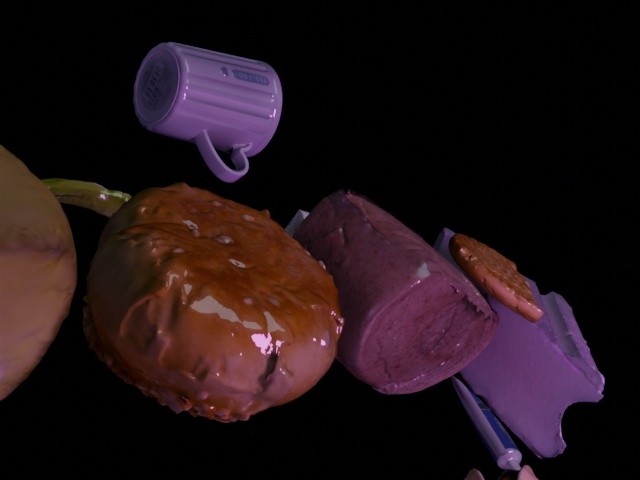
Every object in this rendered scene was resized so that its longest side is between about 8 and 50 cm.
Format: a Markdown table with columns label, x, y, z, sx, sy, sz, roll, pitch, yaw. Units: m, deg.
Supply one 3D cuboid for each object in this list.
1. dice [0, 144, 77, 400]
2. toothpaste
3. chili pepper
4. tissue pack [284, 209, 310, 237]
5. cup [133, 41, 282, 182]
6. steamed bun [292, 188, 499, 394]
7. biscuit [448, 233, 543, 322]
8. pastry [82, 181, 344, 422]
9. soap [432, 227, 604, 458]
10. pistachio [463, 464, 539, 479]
| label | x | y | z | sx | sy | sz | roll | pitch | yaw |
| --- | --- | --- | --- | --- | --- | --- | --- | --- | --- |
| dice | -0.367 | 0.029 | 0.956 | 0.227 | 0.233 | 0.238 | 39 | 20 | 19 |
| toothpaste | 0.234 | 0.259 | 1.611 | 0.057 | 0.035 | 0.197 | 42 | 10 | -35 |
| chili pepper | -0.326 | -0.059 | 1.498 | 0.208 | 0.043 | 0.049 | 9 | 56 | -38 |
| tissue pack | 0.000 | 0.000 | 1.809 | 0.094 | 0.059 | 0.074 | 19 | 26 | -32 |
| cup | -0.177 | -0.221 | 1.899 | 0.202 | 0.167 | 0.221 | 9 | 30 | -43 |
| steamed bun | 0.083 | 0.083 | 1.550 | 0.251 | 0.199 | 0.301 | 43 | 7 | 35 |
| biscuit | 0.238 | 0.045 | 1.615 | 0.144 | 0.033 | 0.224 | 32 | 12 | -10 |
| pastry | -0.125 | 0.082 | 1.261 | 0.284 | 0.184 | 0.316 | 16 | 26 | -23 |
| soap | 0.257 | 0.142 | 1.708 | 0.257 | 0.159 | 0.302 | 33 | 15 | -10 |
| pistachio | 0.187 | 0.333 | 1.181 | 0.157 | 0.157 | 0.229 | 26 | 40 | -19 |
